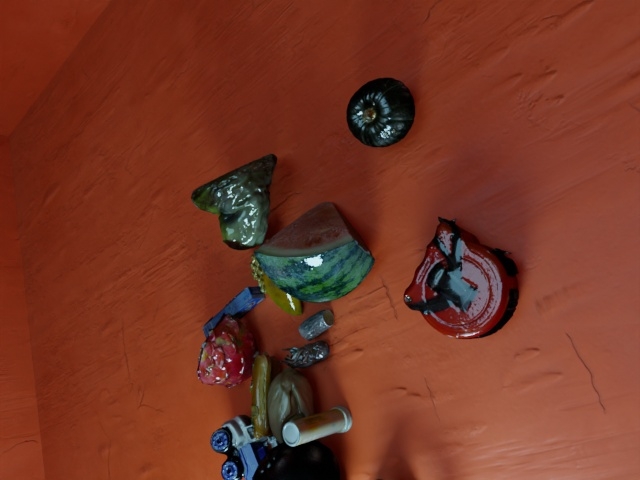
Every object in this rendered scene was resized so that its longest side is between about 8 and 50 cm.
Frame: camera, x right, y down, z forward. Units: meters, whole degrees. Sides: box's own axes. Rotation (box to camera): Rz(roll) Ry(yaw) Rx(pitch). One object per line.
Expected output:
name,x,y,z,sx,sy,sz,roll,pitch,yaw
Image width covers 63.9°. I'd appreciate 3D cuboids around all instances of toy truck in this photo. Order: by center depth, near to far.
toy truck,-0.220,0.648,1.606,0.177,0.161,0.213,-33,63,10

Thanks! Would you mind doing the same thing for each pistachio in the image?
pistachio,-0.086,0.495,1.514,0.138,0.153,0.237,-7,81,-3

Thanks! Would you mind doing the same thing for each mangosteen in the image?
mangosteen,-0.046,0.684,1.407,0.287,0.288,0.233,-47,31,25

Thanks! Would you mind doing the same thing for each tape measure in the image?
tape measure,0.339,0.104,1.223,0.260,0.114,0.253,35,107,36

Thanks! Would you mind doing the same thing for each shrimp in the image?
shrimp,-0.055,0.345,1.537,0.190,0.075,0.073,-26,64,33

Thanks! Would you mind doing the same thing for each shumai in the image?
shumai,-0.236,-0.108,1.670,0.263,0.304,0.309,67,165,-10

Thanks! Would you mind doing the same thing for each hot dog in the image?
hot dog,-0.173,0.476,1.579,0.072,0.109,0.269,-7,68,24

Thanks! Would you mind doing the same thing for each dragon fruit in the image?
dragon fruit,-0.293,0.374,1.664,0.190,0.163,0.261,5,106,-1

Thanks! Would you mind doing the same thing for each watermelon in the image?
watermelon,-0.016,0.014,1.436,0.283,0.250,0.292,-26,72,28

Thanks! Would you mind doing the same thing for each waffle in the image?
waffle,-0.157,0.089,1.670,0.191,0.038,0.191,-3,85,37

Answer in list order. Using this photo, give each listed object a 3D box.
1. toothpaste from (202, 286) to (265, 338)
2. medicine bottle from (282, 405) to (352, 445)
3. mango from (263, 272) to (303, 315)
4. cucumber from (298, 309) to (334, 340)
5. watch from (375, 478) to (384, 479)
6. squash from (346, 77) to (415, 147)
toothpaste,-0.299,0.249,1.749,0.272,0.066,0.053,-41,61,28
medicine bottle,-0.007,0.502,1.391,0.074,0.218,0.073,-5,82,40
mango,-0.115,0.155,1.586,0.101,0.066,0.187,-24,100,26
cucumber,-0.010,0.249,1.525,0.112,0.064,0.064,-38,63,27
watch,0.196,0.686,1.246,0.200,0.196,0.171,19,108,17
squash,0.161,-0.346,1.391,0.193,0.156,0.193,17,110,60
